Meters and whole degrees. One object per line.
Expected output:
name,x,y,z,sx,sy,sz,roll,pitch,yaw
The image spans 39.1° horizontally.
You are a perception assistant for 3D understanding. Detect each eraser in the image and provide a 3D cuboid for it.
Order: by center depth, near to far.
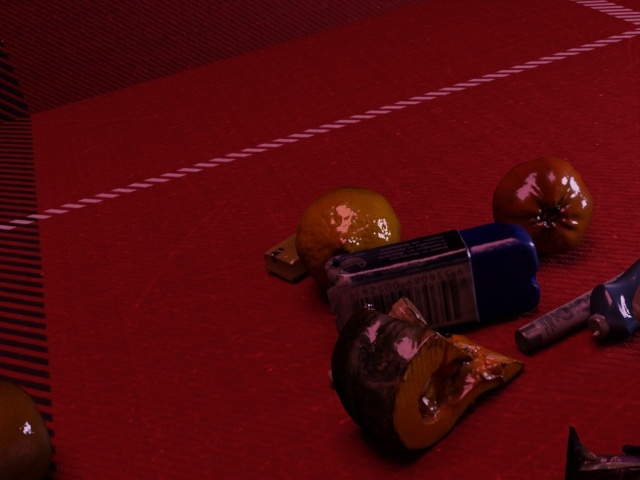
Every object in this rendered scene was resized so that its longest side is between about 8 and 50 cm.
eraser,0.176,0.070,1.441,0.332,0.155,0.101,-13,28,-2

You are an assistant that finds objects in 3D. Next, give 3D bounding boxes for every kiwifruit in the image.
kiwifruit,-0.500,0.305,1.267,0.234,0.196,0.196,-31,34,-22

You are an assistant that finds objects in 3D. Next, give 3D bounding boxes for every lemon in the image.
lemon,0.049,-0.001,1.572,0.188,0.188,0.257,-11,0,3

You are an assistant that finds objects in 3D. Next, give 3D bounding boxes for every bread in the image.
bread,0.000,0.000,1.739,0.226,0.049,0.088,-33,35,-33

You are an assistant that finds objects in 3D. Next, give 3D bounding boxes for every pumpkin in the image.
pumpkin,0.148,0.159,1.262,0.281,0.190,0.139,-32,34,-32

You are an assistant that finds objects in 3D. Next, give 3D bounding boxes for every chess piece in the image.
chess piece,0.080,0.160,1.376,0.172,0.060,0.060,-40,29,8

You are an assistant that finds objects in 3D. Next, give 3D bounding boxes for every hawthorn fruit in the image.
hawthorn fruit,0.388,-0.064,1.579,0.189,0.189,0.189,-10,30,6

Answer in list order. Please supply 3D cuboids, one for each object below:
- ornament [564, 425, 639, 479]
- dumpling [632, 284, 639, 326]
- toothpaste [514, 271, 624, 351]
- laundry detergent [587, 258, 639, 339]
ornament,0.390,0.283,1.062,0.203,0.088,0.081,8,12,18
dumpling,0.547,0.095,1.215,0.258,0.193,0.147,11,33,40
toothpaste,0.406,0.109,1.401,0.239,0.039,0.062,-23,45,-20
laundry detergent,0.482,0.088,1.373,0.206,0.061,0.096,-29,77,-22
